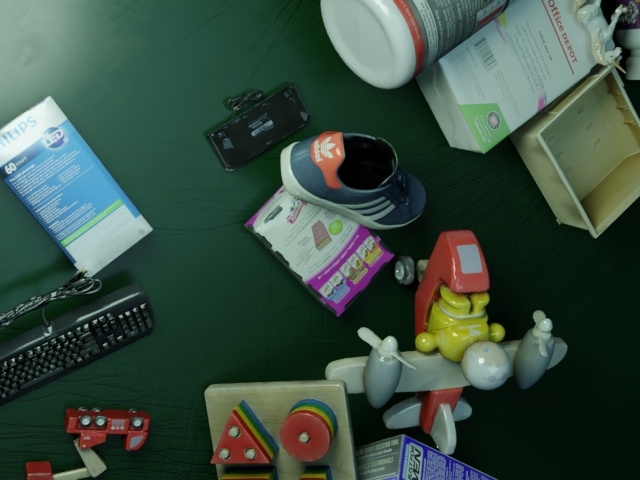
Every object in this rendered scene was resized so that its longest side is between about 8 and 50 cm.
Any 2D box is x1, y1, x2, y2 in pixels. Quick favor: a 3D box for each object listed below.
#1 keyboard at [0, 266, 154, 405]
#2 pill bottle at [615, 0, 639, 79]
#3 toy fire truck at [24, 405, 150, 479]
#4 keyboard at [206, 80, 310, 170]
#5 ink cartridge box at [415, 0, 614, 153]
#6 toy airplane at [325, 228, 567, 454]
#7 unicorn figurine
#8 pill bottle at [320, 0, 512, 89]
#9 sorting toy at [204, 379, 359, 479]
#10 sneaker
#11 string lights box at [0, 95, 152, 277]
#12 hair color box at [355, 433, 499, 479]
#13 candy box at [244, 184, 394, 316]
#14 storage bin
[{"bbox_3d":[-0.423,0.153,1.267,0.317,0.033,0.201,-27,137,-17],"label":"keyboard"},{"bbox_3d":[0.675,-0.474,1.583,0.169,0.169,0.301,-9,103,-22],"label":"pill bottle"},{"bbox_3d":[-0.392,0.353,1.356,0.192,0.047,0.135,8,98,-25],"label":"toy fire truck"},{"bbox_3d":[-0.111,-0.210,1.379,0.180,0.023,0.108,-35,118,-14],"label":"keyboard"},{"bbox_3d":[0.362,-0.349,1.500,0.353,0.119,0.207,-37,113,-13],"label":"ink cartridge box"},{"bbox_3d":[0.248,0.224,1.481,0.386,0.272,0.384,-46,114,-8],"label":"toy airplane"},{"bbox_3d":[0.518,-0.396,1.469,0.162,0.060,0.111,38,83,-10],"label":"unicorn figurine"},{"bbox_3d":[0.196,-0.428,1.328,0.363,0.210,0.210,-37,112,-19],"label":"pill bottle"},{"bbox_3d":[-0.074,0.383,1.394,0.257,0.089,0.255,-5,100,15],"label":"sorting toy"},{"bbox_3d":[0.100,-0.106,1.369,0.350,0.148,0.131,8,68,-47],"label":"sneaker"},{"bbox_3d":[-0.397,-0.082,1.250,0.133,0.077,0.259,-39,113,-13],"label":"string lights box"},{"bbox_3d":[0.218,0.500,1.562,0.339,0.185,0.110,31,51,-24],"label":"hair color box"},{"bbox_3d":[0.000,0.000,1.440,0.159,0.071,0.233,-46,114,-10],"label":"candy box"},{"bbox_3d":[0.547,-0.195,1.609,0.260,0.123,0.262,-42,113,-10],"label":"storage bin"}]
